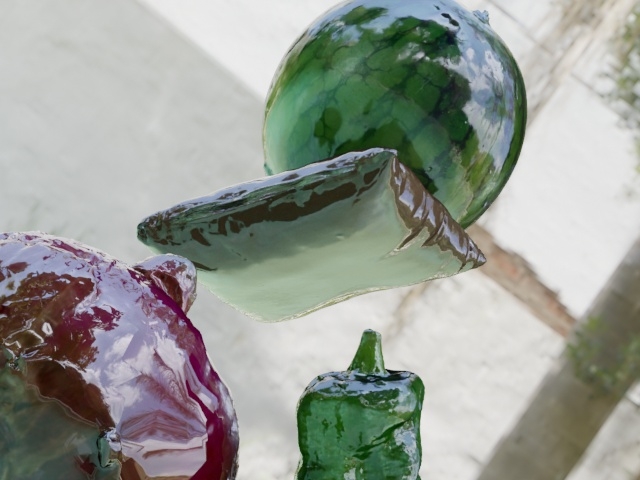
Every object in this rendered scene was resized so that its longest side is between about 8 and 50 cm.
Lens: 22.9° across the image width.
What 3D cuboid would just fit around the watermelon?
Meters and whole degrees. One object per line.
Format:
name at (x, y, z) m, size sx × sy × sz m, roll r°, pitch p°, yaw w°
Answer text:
watermelon at (0.092, -0.152, 2.010) m, size 0.363 × 0.363 × 0.363 m, roll 36°, pitch -11°, yaw 8°

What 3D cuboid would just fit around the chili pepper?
chili pepper at (0.032, 0.205, 1.254) m, size 0.136 × 0.270 × 0.099 m, roll -1°, pitch 11°, yaw -27°

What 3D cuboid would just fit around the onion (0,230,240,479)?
onion at (-0.207, 0.129, 1.322) m, size 0.348 × 0.385 × 0.347 m, roll 13°, pitch -54°, yaw 19°

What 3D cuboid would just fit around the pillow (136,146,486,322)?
pillow at (0.000, 0.000, 1.768) m, size 0.308 × 0.108 × 0.305 m, roll -16°, pitch -27°, yaw 20°
